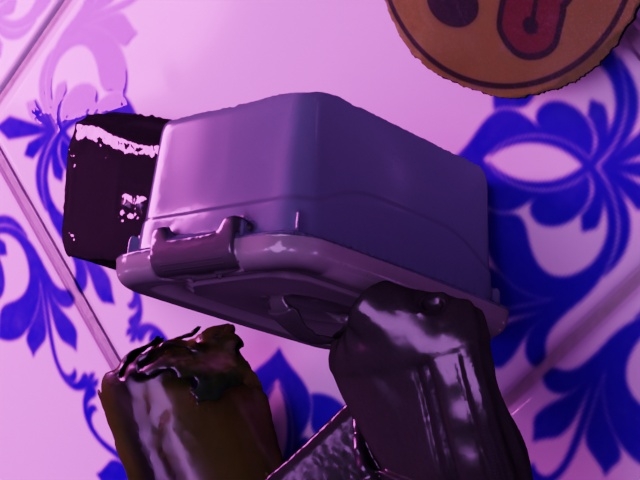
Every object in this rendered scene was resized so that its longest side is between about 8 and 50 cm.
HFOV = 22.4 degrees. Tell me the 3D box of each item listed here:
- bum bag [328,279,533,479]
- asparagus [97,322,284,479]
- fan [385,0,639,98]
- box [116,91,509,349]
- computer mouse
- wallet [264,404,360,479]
[{"bbox_3d":[0.085,0.170,0.954,0.142,0.079,0.326,-3,115,51],"label":"bum bag"},{"bbox_3d":[-0.047,0.250,1.123,0.128,0.108,0.382,-32,73,42],"label":"asparagus"},{"bbox_3d":[0.142,-0.184,0.956,0.335,0.011,0.230,24,119,34],"label":"fan"},{"bbox_3d":[0.000,0.000,1.006,0.162,0.227,0.130,-8,71,40],"label":"box"},{"bbox_3d":[-0.115,-0.028,1.193,0.217,0.073,0.122,15,98,46],"label":"computer mouse"},{"bbox_3d":[-0.008,0.213,1.056,0.244,0.025,0.124,-44,78,0],"label":"wallet"}]
